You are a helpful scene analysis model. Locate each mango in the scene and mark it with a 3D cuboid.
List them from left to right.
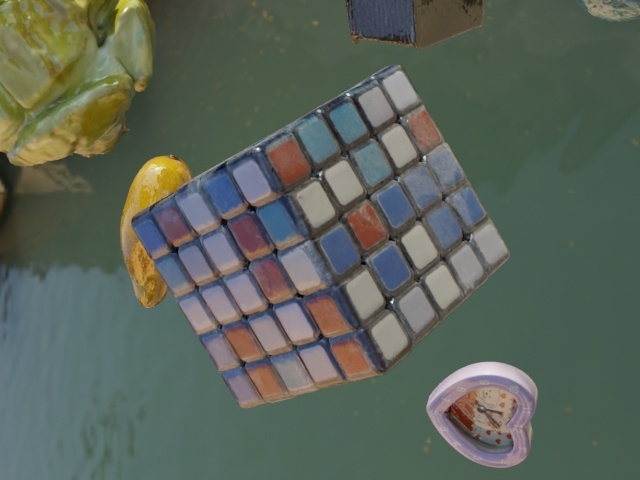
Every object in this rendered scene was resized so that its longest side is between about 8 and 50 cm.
[{"bbox_3d":[-0.275,-0.019,1.673,0.157,0.109,0.262,-103,28,-65],"label":"mango"}]

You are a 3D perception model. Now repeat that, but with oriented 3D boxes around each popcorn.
[{"bbox_3d":[-0.320,-0.217,1.232,0.225,0.276,0.276,44,136,-3],"label":"popcorn"}]

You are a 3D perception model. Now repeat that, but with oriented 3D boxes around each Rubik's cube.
[{"bbox_3d":[0.000,0.000,1.253,0.292,0.287,0.293,-21,100,48],"label":"Rubik's cube"}]

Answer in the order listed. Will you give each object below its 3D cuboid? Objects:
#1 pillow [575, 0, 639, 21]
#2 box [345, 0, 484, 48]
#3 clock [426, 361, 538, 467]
[{"bbox_3d":[0.473,-0.463,1.618,0.233,0.086,0.214,50,130,5],"label":"pillow"},{"bbox_3d":[0.141,-0.445,1.565,0.143,0.184,0.273,20,127,41],"label":"box"},{"bbox_3d":[0.258,0.269,1.635,0.172,0.064,0.198,9,124,16],"label":"clock"}]
